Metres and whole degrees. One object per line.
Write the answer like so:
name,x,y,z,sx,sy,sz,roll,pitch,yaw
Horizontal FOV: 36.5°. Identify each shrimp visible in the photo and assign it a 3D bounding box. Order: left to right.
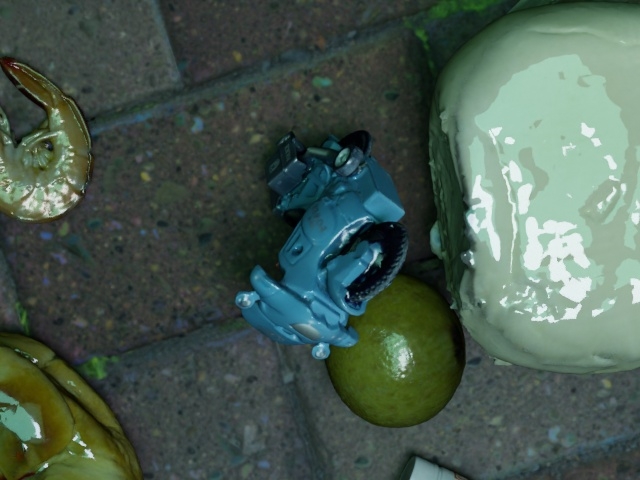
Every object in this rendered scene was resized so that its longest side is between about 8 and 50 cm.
shrimp,-0.325,-0.129,1.009,0.133,0.053,0.236,-32,95,4

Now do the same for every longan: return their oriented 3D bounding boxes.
longan,0.065,0.111,0.982,0.145,0.176,0.155,15,70,-41

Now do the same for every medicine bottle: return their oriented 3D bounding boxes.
medicine bottle,0.128,0.269,1.020,0.089,0.057,0.057,24,93,-1

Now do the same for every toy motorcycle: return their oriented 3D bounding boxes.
toy motorcycle,0.000,0.000,0.919,0.123,0.272,0.182,37,111,-26

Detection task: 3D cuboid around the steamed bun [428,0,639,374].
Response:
steamed bun,0.255,-0.052,0.919,0.311,0.233,0.334,1,96,-1

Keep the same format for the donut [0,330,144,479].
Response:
donut,-0.354,0.274,0.972,0.360,0.170,0.360,0,92,3

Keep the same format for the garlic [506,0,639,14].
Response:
garlic,0.262,-0.259,0.978,0.194,0.127,0.131,-47,71,28
